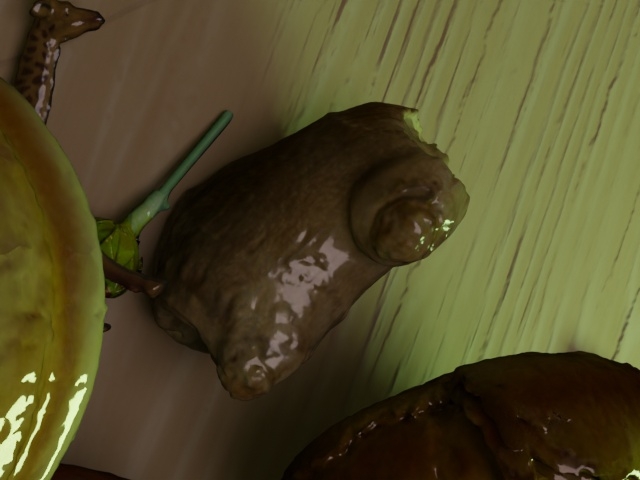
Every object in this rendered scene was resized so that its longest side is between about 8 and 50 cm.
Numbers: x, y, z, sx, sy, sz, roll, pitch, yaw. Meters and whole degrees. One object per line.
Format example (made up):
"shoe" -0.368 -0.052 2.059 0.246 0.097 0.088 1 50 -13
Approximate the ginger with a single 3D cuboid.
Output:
"ginger" 0.000 0.000 1.106 0.130 0.221 0.276 50 62 -37

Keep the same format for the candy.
"candy" -0.125 -0.032 1.114 0.062 0.058 0.194 43 64 -8

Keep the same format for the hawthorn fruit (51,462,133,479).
"hawthorn fruit" -0.199 0.288 0.976 0.316 0.316 0.316 -5 100 -32

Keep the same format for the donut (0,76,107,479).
"donut" -0.338 0.059 0.815 0.449 0.198 0.449 -1 83 4

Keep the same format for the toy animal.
"toy animal" -0.201 -0.036 1.041 0.149 0.054 0.275 -14 83 8

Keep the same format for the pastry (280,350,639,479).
"pastry" 0.126 0.206 1.149 0.356 0.356 0.164 -1 61 -32
